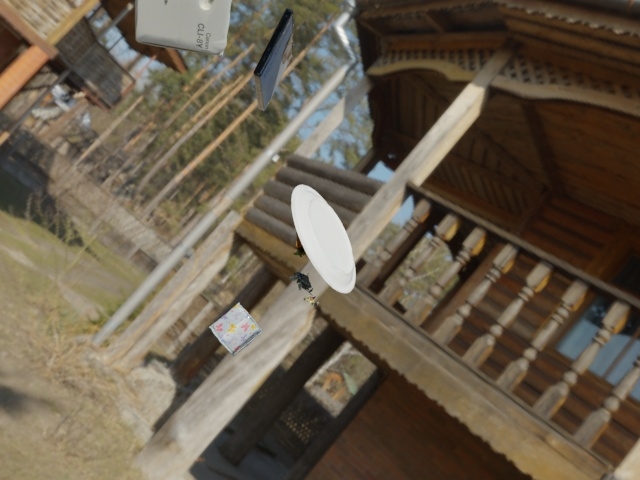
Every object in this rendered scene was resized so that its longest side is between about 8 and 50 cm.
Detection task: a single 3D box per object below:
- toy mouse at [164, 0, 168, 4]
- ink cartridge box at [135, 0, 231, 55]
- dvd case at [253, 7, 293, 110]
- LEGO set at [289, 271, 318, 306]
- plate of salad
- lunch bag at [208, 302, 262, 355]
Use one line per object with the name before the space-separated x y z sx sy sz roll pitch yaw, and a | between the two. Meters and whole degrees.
toy mouse | -0.138 -0.308 0.661 0.031 0.143 0.161 23 18 -25
ink cartridge box | -0.226 -0.560 1.169 0.161 0.384 0.279 5 -40 -11
dvd case | -0.113 -0.442 1.651 0.022 0.180 0.253 26 -8 1
LEGO set | -0.023 0.074 1.105 0.083 0.023 0.054 50 13 32
plate of salad | 0.000 0.000 1.122 0.200 0.048 0.199 49 26 -34
lunch bag | -0.143 0.163 1.169 0.053 0.071 0.083 43 -14 37
